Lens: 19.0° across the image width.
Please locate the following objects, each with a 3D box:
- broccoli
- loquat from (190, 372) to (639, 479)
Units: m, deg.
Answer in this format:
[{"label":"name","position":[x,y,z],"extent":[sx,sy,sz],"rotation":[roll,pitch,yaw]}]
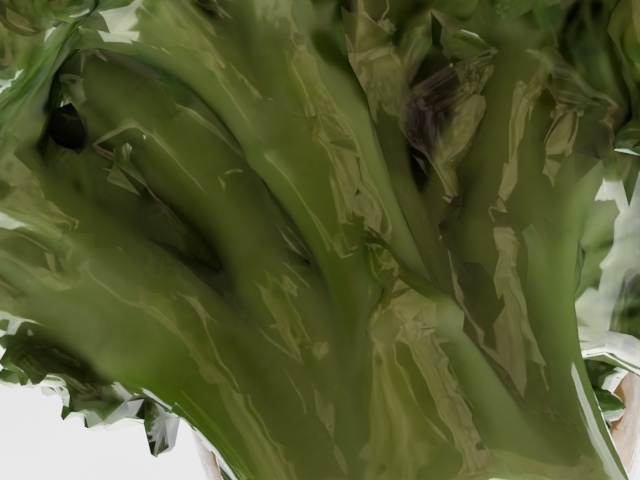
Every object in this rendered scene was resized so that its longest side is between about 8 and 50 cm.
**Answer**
[{"label":"broccoli","position":[0.008,-0.015,0.618],"extent":[0.317,0.277,0.338],"rotation":[41,-151,28]},{"label":"loquat","position":[0.068,0.108,1.343],"extent":[0.328,0.328,0.328],"rotation":[-9,-138,8]}]
